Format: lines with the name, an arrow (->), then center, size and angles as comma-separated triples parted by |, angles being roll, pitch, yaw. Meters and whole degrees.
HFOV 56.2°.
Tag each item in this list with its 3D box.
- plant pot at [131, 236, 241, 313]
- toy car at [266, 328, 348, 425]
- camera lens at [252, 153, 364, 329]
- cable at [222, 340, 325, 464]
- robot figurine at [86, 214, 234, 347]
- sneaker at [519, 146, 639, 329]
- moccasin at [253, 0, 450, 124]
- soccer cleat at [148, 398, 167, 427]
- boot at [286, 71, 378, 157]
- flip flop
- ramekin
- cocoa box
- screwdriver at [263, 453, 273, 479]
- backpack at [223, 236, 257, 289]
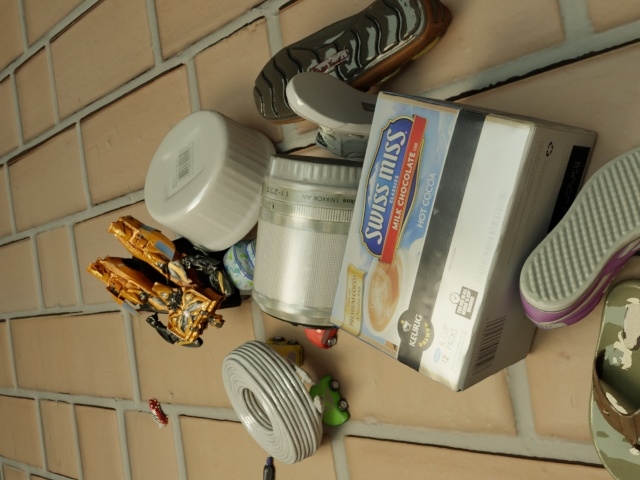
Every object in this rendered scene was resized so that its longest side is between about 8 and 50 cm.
plant pot -> -0.314, 0.078, 1.356 | 0.188, 0.166, 0.188 | -14, 85, 41
toy car -> -0.015, 0.259, 1.180 | 0.239, 0.053, 0.225 | -38, 69, 38
camera lens -> 0.000, 0.000, 1.031 | 0.219, 0.219, 0.275 | 15, 104, 40
cable -> -0.097, 0.322, 1.182 | 0.257, 0.089, 0.257 | 30, 137, 41
robot figurine -> -0.317, 0.090, 1.204 | 0.291, 0.085, 0.211 | 35, 105, 9
sneaker -> 0.368, 0.002, 0.779 | 0.282, 0.161, 0.102 | -41, 56, -1
moccasin -> 0.040, -0.307, 1.027 | 0.379, 0.147, 0.139 | -28, 83, 34
soccer cleat -> -0.437, 0.461, 1.594 | 0.083, 0.029, 0.036 | 47, 118, 23
boot -> 0.026, -0.184, 0.966 | 0.123, 0.258, 0.095 | -35, 60, 42
flip flop -> 0.403, 0.190, 0.780 | 0.112, 0.080, 0.278 | 6, 98, 41
ramekin -> -0.232, -0.129, 1.218 | 0.277, 0.135, 0.278 | -19, 59, 34
cocoa box -> 0.194, -0.012, 0.847 | 0.227, 0.231, 0.348 | 24, 109, 37
screwdriver -> -0.111, 0.459, 1.307 | 0.025, 0.024, 0.170 | -158, 71, -70
backpack -> -0.134, 0.043, 1.225 | 0.084, 0.114, 0.105 | -41, 67, 37
